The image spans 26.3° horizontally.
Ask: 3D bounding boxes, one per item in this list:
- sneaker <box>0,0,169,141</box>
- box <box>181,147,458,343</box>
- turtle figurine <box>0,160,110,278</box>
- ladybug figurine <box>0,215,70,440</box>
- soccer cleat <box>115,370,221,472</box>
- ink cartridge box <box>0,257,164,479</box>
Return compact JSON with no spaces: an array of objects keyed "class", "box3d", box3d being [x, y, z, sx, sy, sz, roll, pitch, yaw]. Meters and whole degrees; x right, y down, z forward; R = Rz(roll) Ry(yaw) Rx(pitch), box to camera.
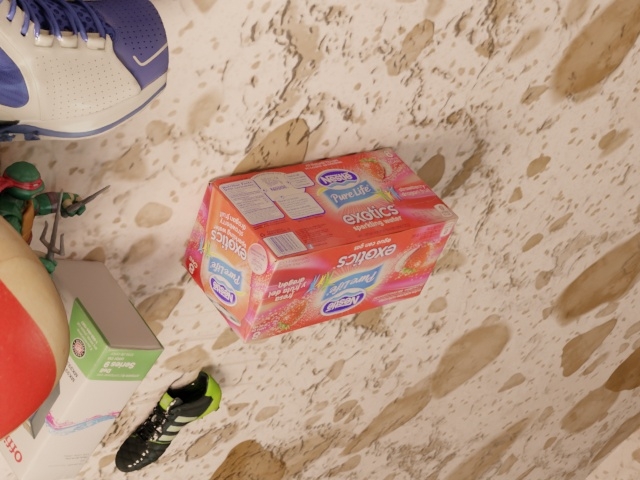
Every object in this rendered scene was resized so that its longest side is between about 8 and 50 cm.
[{"class":"sneaker","box3d":[-0.273,-0.180,1.200,0.316,0.127,0.182,-19,145,-29]},{"class":"box","box3d":[0.000,0.000,1.704,0.300,0.154,0.142,-14,140,-39]},{"class":"turtle figurine","box3d":[-0.306,-0.003,1.408,0.175,0.118,0.234,-69,-175,-56]},{"class":"ladybug figurine","box3d":[-0.391,0.075,1.234,0.449,0.305,0.161,82,18,-55]},{"class":"soccer cleat","box3d":[-0.214,0.245,1.877,0.179,0.060,0.072,-39,140,-16]},{"class":"ink cartridge box","box3d":[-0.297,0.148,1.561,0.093,0.154,0.212,5,127,-50]}]
